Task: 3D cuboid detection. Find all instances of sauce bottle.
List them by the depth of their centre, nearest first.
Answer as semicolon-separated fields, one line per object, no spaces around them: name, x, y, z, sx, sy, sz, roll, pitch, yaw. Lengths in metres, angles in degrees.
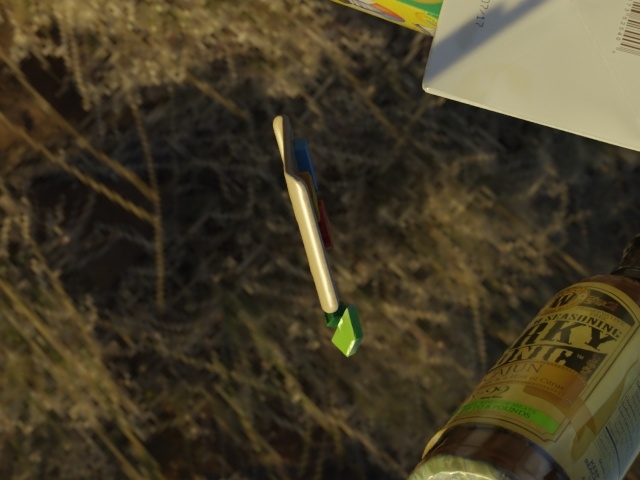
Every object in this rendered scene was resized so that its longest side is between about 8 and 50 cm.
sauce bottle;0.175;0.094;1.010;0.344;0.111;0.111;-42;157;-49

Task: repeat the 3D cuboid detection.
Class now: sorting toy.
sorting toy;0.000;0.000;0.564;0.012;0.062;0.083;-16;117;0

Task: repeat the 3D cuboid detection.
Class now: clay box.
clay box;0.053;-0.220;1.290;0.127;0.222;0.053;15;97;-78

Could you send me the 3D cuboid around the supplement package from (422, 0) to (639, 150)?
supplement package;0.156;-0.149;0.906;0.244;0.134;0.139;-46;152;-73
